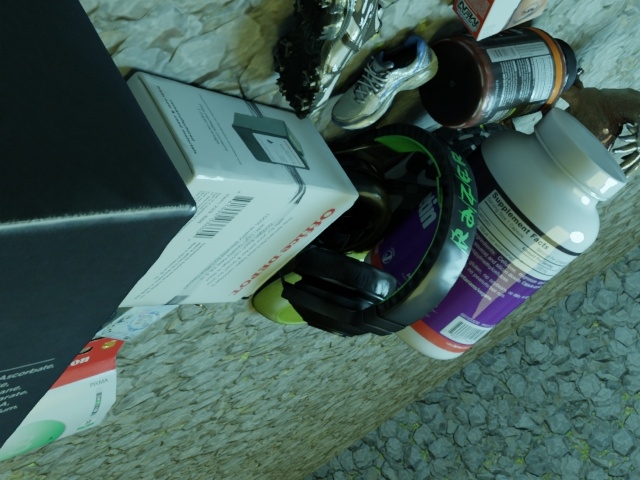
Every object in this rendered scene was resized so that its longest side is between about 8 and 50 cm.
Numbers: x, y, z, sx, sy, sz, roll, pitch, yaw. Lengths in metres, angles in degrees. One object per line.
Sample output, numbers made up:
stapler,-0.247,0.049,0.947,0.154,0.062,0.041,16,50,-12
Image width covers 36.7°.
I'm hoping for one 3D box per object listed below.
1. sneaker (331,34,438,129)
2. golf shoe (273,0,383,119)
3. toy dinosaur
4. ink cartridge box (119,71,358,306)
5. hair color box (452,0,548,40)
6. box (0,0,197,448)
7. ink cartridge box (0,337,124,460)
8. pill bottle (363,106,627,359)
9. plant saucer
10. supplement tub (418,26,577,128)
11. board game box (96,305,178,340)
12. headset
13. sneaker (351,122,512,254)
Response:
sneaker,0.063,-0.176,1.043,0.135,0.052,0.058,-39,151,-1
golf shoe,0.016,-0.186,0.893,0.093,0.077,0.198,-22,160,-26
toy dinosaur,0.372,-0.137,1.359,0.127,0.200,0.296,-16,157,-37
ink cartridge box,-0.128,-0.036,0.973,0.211,0.122,0.289,-40,159,23
hair color box,0.203,-0.284,0.967,0.093,0.053,0.167,-25,161,-20
box,-0.302,-0.008,0.521,0.212,0.294,0.395,-9,152,-48
ink cartridge box,-0.367,0.222,1.359,0.181,0.056,0.225,-15,157,-40
pill bottle,0.213,-0.010,1.198,0.323,0.182,0.181,-45,157,25
plant saucer,0.012,0.084,1.535,0.240,0.037,0.241,-17,162,-5
supplement tub,0.213,-0.194,1.127,0.197,0.106,0.106,-16,156,-39
board game box,-0.246,0.099,1.283,0.090,0.020,0.090,-34,160,10
headset,0.000,0.000,1.145,0.185,0.244,0.394,23,146,-37
sneaker,0.145,-0.071,1.358,0.299,0.111,0.121,-26,169,4
